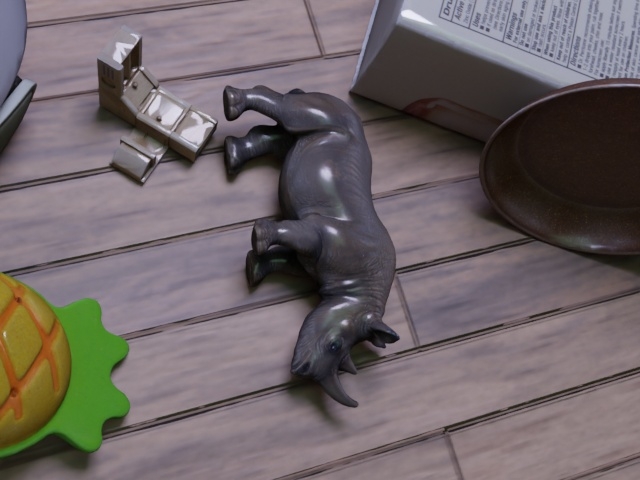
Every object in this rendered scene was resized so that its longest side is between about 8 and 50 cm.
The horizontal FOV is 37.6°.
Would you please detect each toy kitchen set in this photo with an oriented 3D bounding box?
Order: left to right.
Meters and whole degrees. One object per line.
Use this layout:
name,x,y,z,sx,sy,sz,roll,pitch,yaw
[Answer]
toy kitchen set,-0.124,-0.090,0.672,0.083,0.075,0.068,30,68,0

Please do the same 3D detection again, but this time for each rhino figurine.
rhino figurine,0.000,0.000,0.681,0.106,0.073,0.243,-9,77,-15

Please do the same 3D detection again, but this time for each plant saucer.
plant saucer,0.219,-0.058,0.697,0.198,0.198,0.036,18,57,-9

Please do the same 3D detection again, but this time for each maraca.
maraca,-0.203,0.077,0.588,0.185,0.099,0.127,14,61,-37

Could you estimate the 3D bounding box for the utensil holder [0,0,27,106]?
utensil holder,-0.334,-0.220,0.450,0.327,0.385,0.328,0,60,-1

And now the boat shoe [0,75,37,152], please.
boat shoe,-0.276,-0.035,0.608,0.068,0.081,0.228,37,69,-6

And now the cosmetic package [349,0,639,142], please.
cosmetic package,0.191,-0.153,0.754,0.296,0.129,0.153,21,70,-9
